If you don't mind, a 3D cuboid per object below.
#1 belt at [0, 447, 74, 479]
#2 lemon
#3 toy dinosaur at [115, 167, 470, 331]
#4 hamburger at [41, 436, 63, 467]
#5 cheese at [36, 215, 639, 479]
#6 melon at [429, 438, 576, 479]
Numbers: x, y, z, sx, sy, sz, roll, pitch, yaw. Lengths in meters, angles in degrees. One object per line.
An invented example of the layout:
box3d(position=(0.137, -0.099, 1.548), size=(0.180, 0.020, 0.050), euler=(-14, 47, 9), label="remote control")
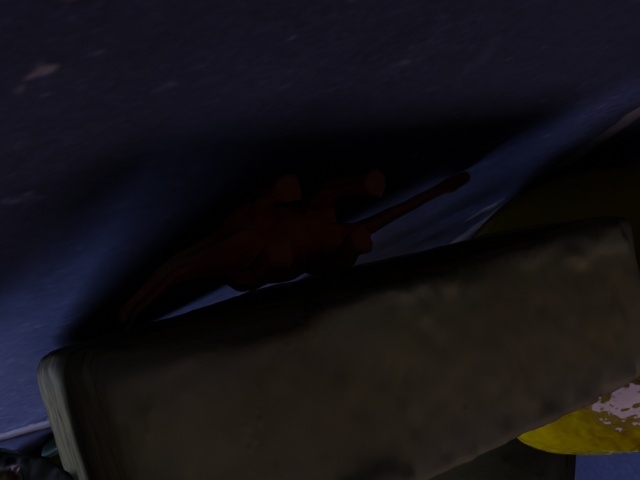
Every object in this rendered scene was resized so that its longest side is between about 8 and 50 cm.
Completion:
box3d(position=(-0.243, 0.160, 0.768), size=(0.258, 0.150, 0.207), euler=(16, 161, -36), label="belt")
box3d(position=(0.198, 0.049, 1.051), size=(0.260, 0.204, 0.204), euler=(-20, 167, -9), label="lemon")
box3d(position=(-0.002, -0.006, 0.839), size=(0.280, 0.055, 0.101), euler=(-14, 174, -36), label="toy dinosaur")
box3d(position=(-0.181, 0.248, 1.334), size=(0.261, 0.150, 0.276), euler=(-10, 161, -47), label="hamburger")
box3d(position=(-0.031, 0.083, 0.880), size=(0.384, 0.104, 0.384), euler=(-15, 180, 0), label="cheese")
box3d(position=(0.092, 0.182, 1.295), size=(0.272, 0.271, 0.308), euler=(-26, -163, 14), label="melon")
